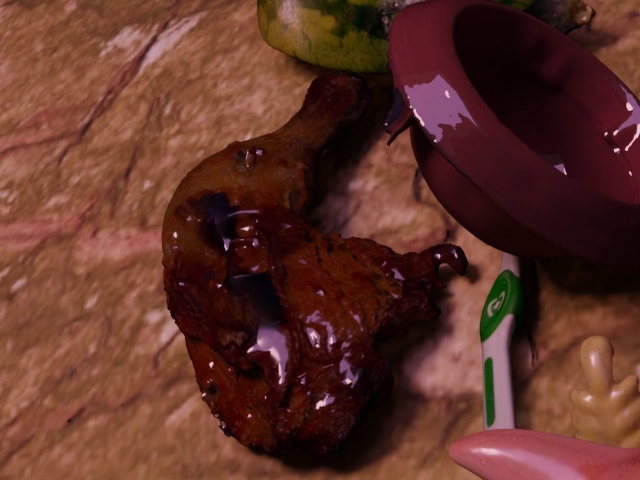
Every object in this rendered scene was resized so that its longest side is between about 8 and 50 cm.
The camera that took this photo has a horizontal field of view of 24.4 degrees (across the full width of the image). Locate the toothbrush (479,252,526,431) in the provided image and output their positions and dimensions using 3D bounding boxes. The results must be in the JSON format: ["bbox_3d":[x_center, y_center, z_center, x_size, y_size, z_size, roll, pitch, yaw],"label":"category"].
[{"bbox_3d":[0.103,0.045,0.830,0.030,0.030,0.304,-11,42,15],"label":"toothbrush"}]

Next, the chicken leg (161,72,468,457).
[{"bbox_3d":[-0.013,0.002,0.905,0.177,0.083,0.322,-17,40,-6],"label":"chicken leg"}]

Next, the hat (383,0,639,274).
[{"bbox_3d":[0.112,-0.050,0.833,0.089,0.205,0.205,-49,25,33],"label":"hat"}]

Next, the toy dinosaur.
[{"bbox_3d":[0.131,0.124,0.603,0.152,0.177,0.194,-38,39,-19],"label":"toy dinosaur"}]

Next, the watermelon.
[{"bbox_3d":[0.034,-0.212,1.049,0.159,0.128,0.303,-24,31,-24],"label":"watermelon"}]
